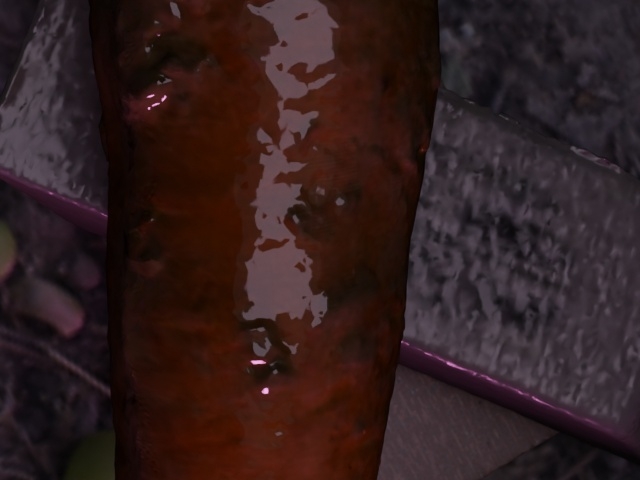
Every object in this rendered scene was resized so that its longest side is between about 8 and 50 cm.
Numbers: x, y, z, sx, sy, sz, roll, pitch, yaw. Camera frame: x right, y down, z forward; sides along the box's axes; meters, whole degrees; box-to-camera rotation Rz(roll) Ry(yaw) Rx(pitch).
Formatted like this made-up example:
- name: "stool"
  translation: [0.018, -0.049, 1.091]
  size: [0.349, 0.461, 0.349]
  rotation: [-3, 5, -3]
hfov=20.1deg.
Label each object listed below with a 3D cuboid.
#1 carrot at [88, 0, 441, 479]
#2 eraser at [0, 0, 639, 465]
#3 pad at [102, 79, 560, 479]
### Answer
- name: "carrot"
  translation: [-0.020, -0.034, 0.671]
  size: [0.138, 0.139, 0.302]
  rotation: [-4, 95, -16]
- name: "eraser"
  translation: [0.031, -0.011, 0.785]
  size: [0.352, 0.077, 0.111]
  rotation: [23, 80, -14]
- name: "pad"
  translation: [0.000, 0.000, 0.818]
  size: [0.176, 0.002, 0.266]
  rotation: [-29, 94, -16]
